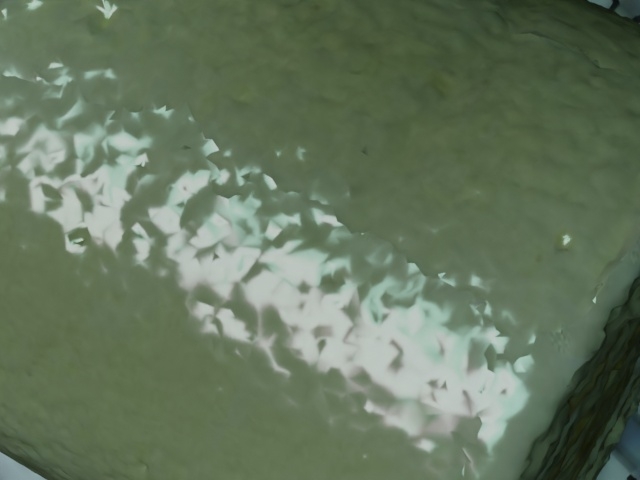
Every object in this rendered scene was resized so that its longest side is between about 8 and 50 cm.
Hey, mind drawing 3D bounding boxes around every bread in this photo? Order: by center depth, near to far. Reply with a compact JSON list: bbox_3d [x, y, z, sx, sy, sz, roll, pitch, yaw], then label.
[{"bbox_3d":[0.000,0.000,0.394,0.141,0.148,0.134,27,106,14],"label":"bread"}]
